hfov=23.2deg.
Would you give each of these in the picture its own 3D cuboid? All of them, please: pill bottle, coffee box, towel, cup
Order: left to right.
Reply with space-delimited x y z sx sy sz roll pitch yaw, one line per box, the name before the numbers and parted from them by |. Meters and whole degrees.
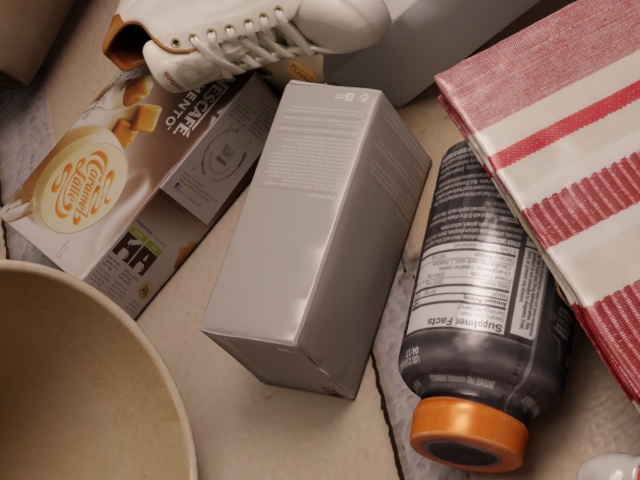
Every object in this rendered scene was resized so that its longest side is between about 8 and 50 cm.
cup | -0.299 0.203 1.263 0.237 0.331 0.331 -20 52 46
coffee box | -0.159 -0.067 1.440 0.141 0.098 0.246 36 83 36
pill bottle | 0.134 0.052 1.206 0.130 0.130 0.246 2 65 28
towel | 0.260 -0.038 1.105 0.237 0.037 0.329 -27 69 -7

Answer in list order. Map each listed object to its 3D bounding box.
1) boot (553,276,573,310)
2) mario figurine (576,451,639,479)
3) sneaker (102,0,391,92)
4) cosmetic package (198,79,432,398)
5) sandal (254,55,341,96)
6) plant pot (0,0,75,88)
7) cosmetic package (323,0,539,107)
boot | 0.245 -0.076 1.177 0.112 0.115 0.305 -13 66 56
mario figurine | 0.290 0.226 1.062 0.320 0.170 0.198 -21 19 3
sneaker | -0.070 -0.171 1.334 0.290 0.106 0.123 9 64 41
cosmetic package | 0.000 0.000 1.307 0.107 0.127 0.238 10 67 31
sandal | -0.052 -0.183 1.481 0.072 0.049 0.180 -49 53 -5
plant pot | -0.355 -0.312 1.579 0.323 0.323 0.280 8 84 30
cosmetic package | 0.118 -0.349 1.379 0.284 0.097 0.377 -37 44 49
